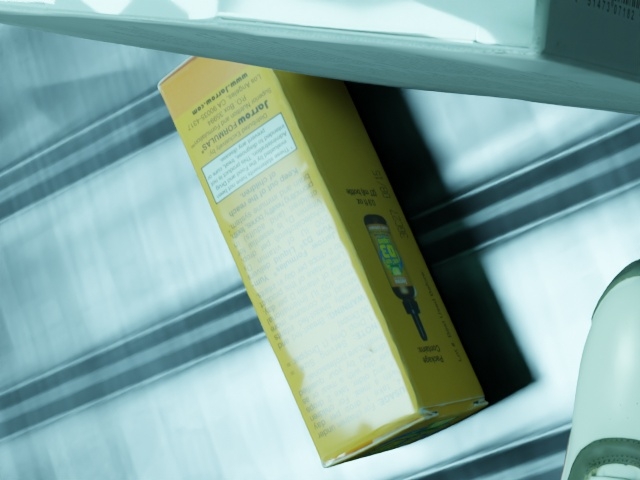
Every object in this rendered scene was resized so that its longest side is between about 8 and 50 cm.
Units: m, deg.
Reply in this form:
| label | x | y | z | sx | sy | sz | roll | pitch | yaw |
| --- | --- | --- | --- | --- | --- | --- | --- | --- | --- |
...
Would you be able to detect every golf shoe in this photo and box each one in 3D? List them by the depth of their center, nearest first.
| label | x | y | z | sx | sy | sz | roll | pitch | yaw |
| --- | --- | --- | --- | --- | --- | --- | --- | --- | --- |
| golf shoe | 0.150 | 0.144 | 0.734 | 0.105 | 0.120 | 0.273 | 3 | 91 | 34 |

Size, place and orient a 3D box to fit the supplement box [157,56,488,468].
| label | x | y | z | sx | sy | sz | roll | pitch | yaw |
| --- | --- | --- | --- | --- | --- | --- | --- | --- | --- |
| supplement box | 0.000 | 0.000 | 0.850 | 0.080 | 0.078 | 0.233 | -34 | 73 | 28 |

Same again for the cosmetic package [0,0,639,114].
| label | x | y | z | sx | sy | sz | roll | pitch | yaw |
| --- | --- | --- | --- | --- | --- | --- | --- | --- | --- |
| cosmetic package | 0.043 | -0.109 | 0.643 | 0.284 | 0.377 | 0.097 | 7 | 94 | 32 |
